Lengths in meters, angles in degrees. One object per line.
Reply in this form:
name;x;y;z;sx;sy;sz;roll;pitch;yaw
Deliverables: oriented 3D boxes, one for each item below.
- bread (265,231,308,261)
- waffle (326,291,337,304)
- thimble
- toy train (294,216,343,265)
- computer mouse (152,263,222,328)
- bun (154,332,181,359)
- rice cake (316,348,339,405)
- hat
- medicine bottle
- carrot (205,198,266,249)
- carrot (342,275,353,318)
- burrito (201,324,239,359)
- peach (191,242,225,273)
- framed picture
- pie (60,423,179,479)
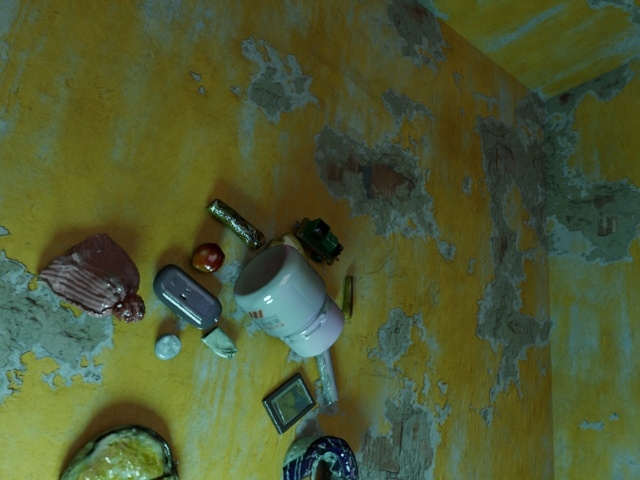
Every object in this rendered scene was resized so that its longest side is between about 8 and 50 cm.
bread;-0.122;0.075;1.963;0.149;0.065;0.187;-30;99;-29
waffle;-0.014;0.213;2.015;0.148;0.042;0.102;52;52;-15
thimble;0.007;0.747;1.806;0.237;0.150;0.237;14;67;-37
toy train;0.000;0.000;2.028;0.228;0.136;0.091;41;56;-19
computer mouse;-0.404;0.172;1.708;0.232;0.057;0.120;42;55;-18
bun;-0.448;0.309;1.641;0.083;0.045;0.083;10;73;-34
rice cake;0.021;0.438;1.971;0.055;0.049;0.269;3;73;-52
hat;-0.591;0.124;1.539;0.286;0.107;0.236;39;53;6
medicine bottle;-0.095;0.200;1.818;0.325;0.256;0.256;51;52;-28
carrot;-0.279;-0.056;1.871;0.229;0.069;0.069;42;55;-20
carrot;0.104;0.210;2.110;0.042;0.042;0.170;18;66;-34
burrito;-0.310;0.324;1.745;0.118;0.044;0.074;52;54;-12
peach;-0.351;0.052;1.763;0.101;0.101;0.100;12;70;-35
framed picture;-0.102;0.538;1.861;0.168;0.023;0.128;-31;97;-40
pie;-0.512;0.655;1.471;0.339;0.077;0.339;10;75;-38
